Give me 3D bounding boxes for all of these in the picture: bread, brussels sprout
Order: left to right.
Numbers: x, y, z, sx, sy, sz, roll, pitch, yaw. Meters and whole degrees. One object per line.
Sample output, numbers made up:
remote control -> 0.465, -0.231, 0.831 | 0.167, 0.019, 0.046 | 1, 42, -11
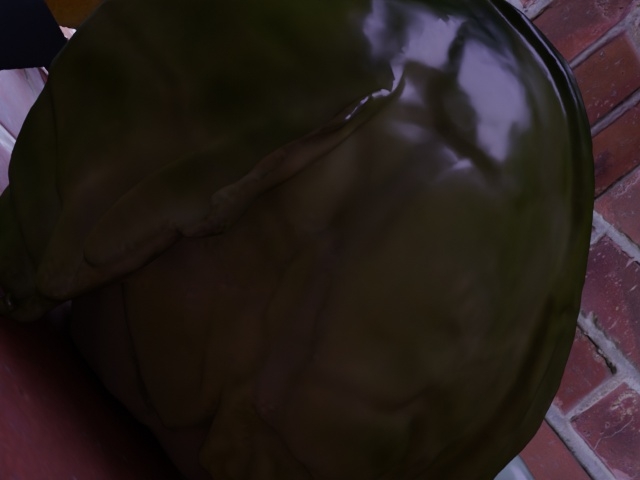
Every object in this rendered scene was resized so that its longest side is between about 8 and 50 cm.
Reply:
bread -> -0.332, -0.304, 1.434 | 0.187, 0.065, 0.103 | 14, 33, -32
brussels sprout -> 0.018, -0.007, 0.841 | 0.342, 0.361, 0.425 | 49, 1, 37

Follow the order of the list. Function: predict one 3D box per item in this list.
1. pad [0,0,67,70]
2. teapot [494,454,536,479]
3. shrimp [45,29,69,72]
pad -> -0.343, -0.235, 0.868 | 0.315, 0.063, 0.375 | 60, 16, 0
teapot -> 0.259, 0.406, 1.763 | 0.220, 0.149, 0.318 | 58, 1, -11
shrimp -> -0.284, -0.193, 1.514 | 0.236, 0.053, 0.133 | 48, -2, -20
